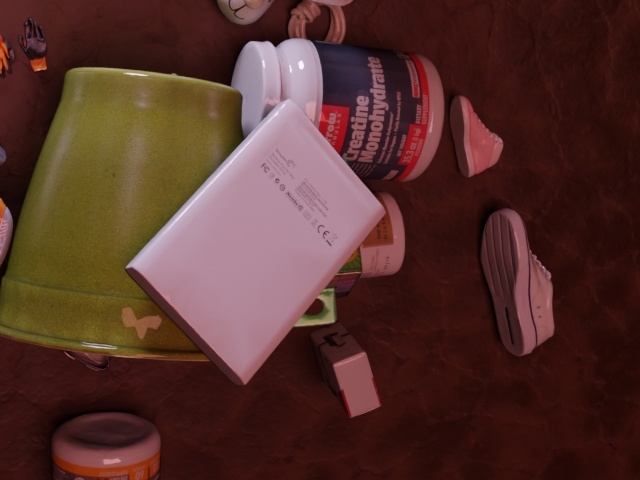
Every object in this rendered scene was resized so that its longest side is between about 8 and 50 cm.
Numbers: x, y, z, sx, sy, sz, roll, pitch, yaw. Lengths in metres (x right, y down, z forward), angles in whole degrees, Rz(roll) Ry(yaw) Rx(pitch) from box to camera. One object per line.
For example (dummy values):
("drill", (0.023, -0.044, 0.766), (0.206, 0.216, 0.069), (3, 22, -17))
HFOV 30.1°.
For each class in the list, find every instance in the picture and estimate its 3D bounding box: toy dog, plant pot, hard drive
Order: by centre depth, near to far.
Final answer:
("hard drive", (-0.072, -0.001, 1.484), (0.203, 0.040, 0.307), (49, 63, -17))
("plant pot", (-0.240, -0.043, 1.591), (0.366, 0.366, 0.353), (5, 91, -21))
("toy dog", (0.017, -0.418, 1.647), (0.220, 0.161, 0.334), (27, 95, -24))

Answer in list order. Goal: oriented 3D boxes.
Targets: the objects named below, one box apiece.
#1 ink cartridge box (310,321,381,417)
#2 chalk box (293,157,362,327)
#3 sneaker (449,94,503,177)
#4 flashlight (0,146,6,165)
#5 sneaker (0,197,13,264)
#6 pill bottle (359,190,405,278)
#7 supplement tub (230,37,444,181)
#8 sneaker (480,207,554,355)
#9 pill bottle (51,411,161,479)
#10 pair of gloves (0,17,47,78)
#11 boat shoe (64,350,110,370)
("ink cartridge box", (0.037, 0.199, 1.849), (0.056, 0.135, 0.099), (-21, 111, -10))
("chalk box", (-0.021, 0.010, 1.629), (0.132, 0.132, 0.213), (-5, 73, -10))
("sneaker", (0.246, -0.171, 1.863), (0.070, 0.051, 0.134), (-19, 114, -16))
("flashlight", (-0.538, -0.197, 1.547), (0.103, 0.103, 0.304), (-45, 113, -6))
("sneaker", (-0.496, 0.087, 1.584), (0.124, 0.180, 0.321), (27, 82, -14))
("pill bottle", (0.000, 0.000, 1.779), (0.229, 0.131, 0.131), (-7, 108, -18))
("supplement tub", (0.022, -0.186, 1.700), (0.272, 0.191, 0.191), (3, 104, -21))
("sneaker", (0.328, 0.060, 1.949), (0.091, 0.094, 0.258), (-25, 118, -31))
("pill bottle", (-0.319, 0.409, 1.767), (0.162, 0.162, 0.278), (-3, 106, -19))
("pair of gloves", (-0.415, -0.262, 1.621), (0.083, 0.010, 0.074), (-14, 109, -16))
("boat shoe", (-0.360, 0.150, 1.745), (0.125, 0.038, 0.046), (43, 88, -25))
